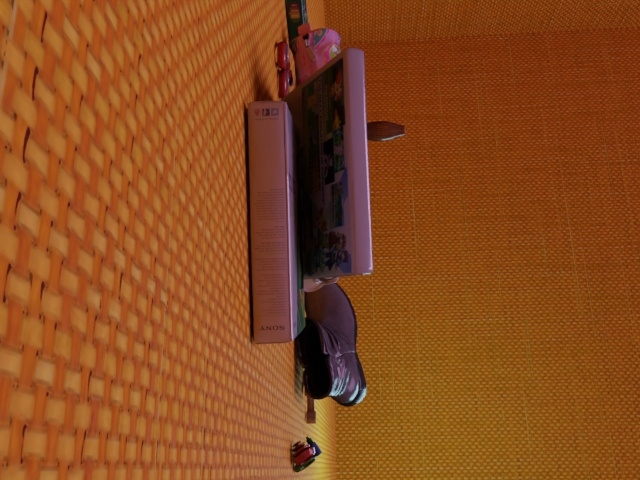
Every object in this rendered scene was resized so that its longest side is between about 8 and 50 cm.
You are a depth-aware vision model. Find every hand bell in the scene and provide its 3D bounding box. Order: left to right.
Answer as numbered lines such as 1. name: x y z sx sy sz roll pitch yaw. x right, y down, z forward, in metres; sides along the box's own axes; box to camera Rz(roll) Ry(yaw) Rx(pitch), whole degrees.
1. hand bell: 0.045 -0.214 1.304 0.126 0.242 0.126 -2 90 -86

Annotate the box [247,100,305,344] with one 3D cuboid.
1. box: -0.060 -0.020 0.976 0.232 0.059 0.321 33 56 -86

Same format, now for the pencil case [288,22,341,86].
1. pencil case: 0.005 -0.314 1.425 0.124 0.124 0.283 54 27 -84

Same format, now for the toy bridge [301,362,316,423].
1. toy bridge: -0.027 0.345 1.584 0.063 0.026 0.188 -91 177 -64

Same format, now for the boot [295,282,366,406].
1. boot: 0.008 0.205 1.513 0.223 0.118 0.338 43 23 -59

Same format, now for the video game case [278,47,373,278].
1. video game case: -0.004 -0.103 1.076 0.300 0.036 0.328 169 -79 -66

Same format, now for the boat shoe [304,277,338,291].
1. boat shoe: 0.008 0.036 1.208 0.267 0.096 0.088 122 -35 -50

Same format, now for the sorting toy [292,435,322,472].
1. sorting toy: -0.034 0.416 1.303 0.042 0.061 0.102 52 -21 24

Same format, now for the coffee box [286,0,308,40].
1. coffee box: -0.055 -0.543 1.521 0.113 0.041 0.184 -87 174 -52

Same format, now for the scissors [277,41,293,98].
1. scissors: -0.067 -0.361 1.382 0.297 0.021 0.108 -80 168 -72
